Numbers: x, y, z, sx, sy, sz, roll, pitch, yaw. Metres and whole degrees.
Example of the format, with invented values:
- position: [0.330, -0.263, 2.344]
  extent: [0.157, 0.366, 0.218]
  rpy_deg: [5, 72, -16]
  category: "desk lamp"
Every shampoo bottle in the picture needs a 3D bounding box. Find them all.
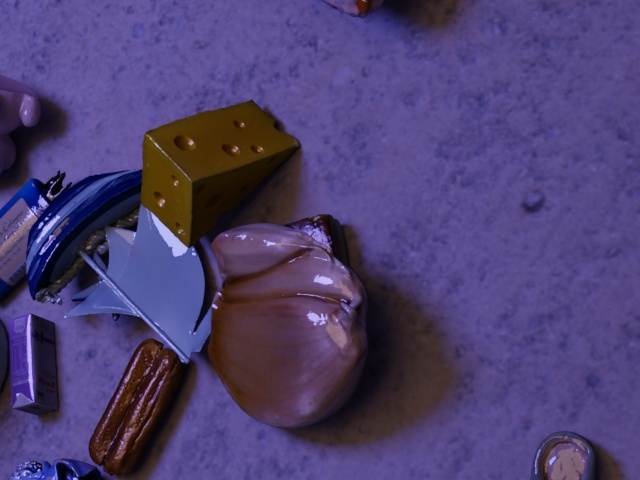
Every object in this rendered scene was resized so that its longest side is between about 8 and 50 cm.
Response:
- position: [-0.376, -0.010, 1.869]
  extent: [0.183, 0.050, 0.087]
  rpy_deg: [-44, 66, 8]
  category: "shampoo bottle"

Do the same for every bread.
- position: [0.000, 0.000, 1.673]
  extent: [0.109, 0.043, 0.062]
  rpy_deg: [32, 91, 33]
  category: "bread"

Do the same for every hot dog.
- position: [-0.214, 0.196, 1.716]
  extent: [0.071, 0.045, 0.165]
  rpy_deg: [23, 85, 30]
  category: "hot dog"

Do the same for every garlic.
- position: [-0.022, 0.096, 1.608]
  extent: [0.228, 0.110, 0.217]
  rpy_deg: [10, 96, 44]
  category: "garlic"

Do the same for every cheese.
- position: [-0.115, -0.096, 1.727]
  extent: [0.171, 0.126, 0.093]
  rpy_deg: [-35, 63, -28]
  category: "cheese"

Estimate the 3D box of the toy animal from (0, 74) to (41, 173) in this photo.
- position: [-0.445, -0.114, 1.918]
  extent: [0.124, 0.124, 0.212]
  rpy_deg: [43, 116, 32]
  category: "toy animal"

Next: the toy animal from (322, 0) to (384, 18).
- position: [0.021, -0.415, 1.721]
  extent: [0.226, 0.188, 0.358]
  rpy_deg: [-32, 62, 21]
  category: "toy animal"

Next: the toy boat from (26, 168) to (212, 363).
- position: [-0.243, 0.040, 1.752]
  extent: [0.210, 0.070, 0.291]
  rpy_deg: [-24, 59, 3]
  category: "toy boat"

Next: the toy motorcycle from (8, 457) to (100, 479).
- position: [-0.285, 0.325, 1.698]
  extent: [0.114, 0.076, 0.205]
  rpy_deg: [-36, 61, 4]
  category: "toy motorcycle"

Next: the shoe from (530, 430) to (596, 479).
- position: [0.230, 0.276, 1.438]
  extent: [0.079, 0.078, 0.195]
  rpy_deg: [-4, 67, 26]
  category: "shoe"

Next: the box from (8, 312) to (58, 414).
- position: [-0.350, 0.151, 1.801]
  extent: [0.036, 0.050, 0.117]
  rpy_deg: [-17, 64, 23]
  category: "box"

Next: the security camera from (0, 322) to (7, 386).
- position: [-0.518, 0.127, 1.789]
  extent: [0.195, 0.236, 0.194]
  rpy_deg: [-10, 66, 24]
  category: "security camera"
